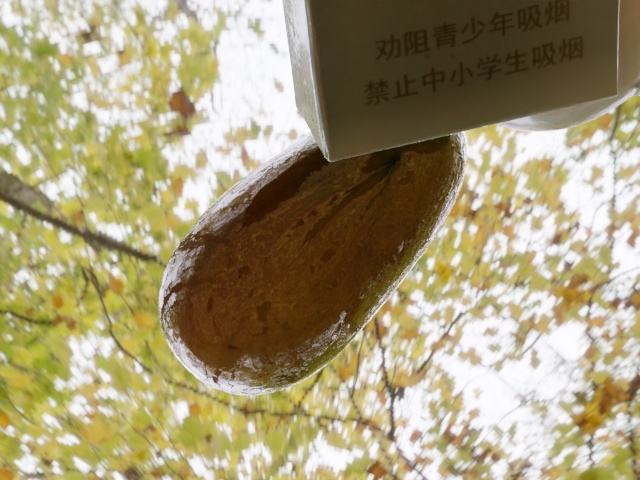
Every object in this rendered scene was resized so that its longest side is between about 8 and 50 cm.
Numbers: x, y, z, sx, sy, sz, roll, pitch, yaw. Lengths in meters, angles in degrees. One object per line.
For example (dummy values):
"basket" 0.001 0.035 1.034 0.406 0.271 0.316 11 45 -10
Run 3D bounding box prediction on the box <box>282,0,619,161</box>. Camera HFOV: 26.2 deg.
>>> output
"box" 0.054 -0.167 0.617 0.155 0.242 0.067 -13 -146 -11

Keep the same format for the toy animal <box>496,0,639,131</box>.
"toy animal" 0.110 -0.169 0.848 0.235 0.187 0.165 31 -100 -25

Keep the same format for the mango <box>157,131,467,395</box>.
"mango" -0.003 0.002 0.979 0.254 0.175 0.139 -41 -81 -4
